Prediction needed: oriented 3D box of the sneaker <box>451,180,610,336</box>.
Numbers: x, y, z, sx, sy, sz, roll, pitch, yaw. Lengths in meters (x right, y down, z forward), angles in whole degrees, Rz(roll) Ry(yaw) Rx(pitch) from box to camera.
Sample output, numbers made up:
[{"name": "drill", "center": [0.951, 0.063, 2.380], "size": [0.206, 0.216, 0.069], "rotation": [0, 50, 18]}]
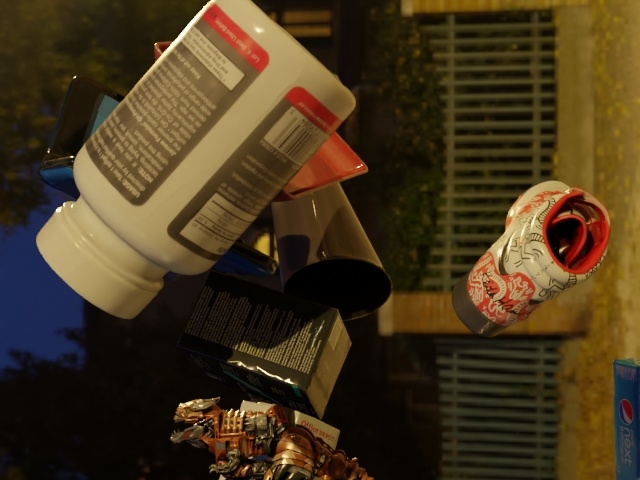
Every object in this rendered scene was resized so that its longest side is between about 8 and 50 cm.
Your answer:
[{"name": "sneaker", "center": [0.247, -0.010, 1.119], "size": [0.145, 0.090, 0.270], "rotation": [-41, 1, 43]}]

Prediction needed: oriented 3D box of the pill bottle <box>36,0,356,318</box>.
[{"name": "pill bottle", "center": [-0.130, -0.079, 1.085], "size": [0.318, 0.176, 0.176], "rotation": [-47, -5, 7]}]

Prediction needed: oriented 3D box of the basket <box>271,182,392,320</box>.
[{"name": "basket", "center": [0.000, 0.000, 1.855], "size": [0.154, 0.204, 0.227], "rotation": [-48, 43, 31]}]

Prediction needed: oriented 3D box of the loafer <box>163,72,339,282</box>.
[{"name": "loafer", "center": [-0.104, -0.092, 1.235], "size": [0.302, 0.095, 0.109], "rotation": [-51, 4, 1]}]

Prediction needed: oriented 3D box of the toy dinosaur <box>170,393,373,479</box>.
[{"name": "toy dinosaur", "center": [-0.060, 0.329, 1.532], "size": [0.164, 0.322, 0.218], "rotation": [19, -92, -64]}]

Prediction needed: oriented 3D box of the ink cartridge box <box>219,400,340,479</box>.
[{"name": "ink cartridge box", "center": [-0.070, 0.368, 1.793], "size": [0.128, 0.127, 0.176], "rotation": [36, -116, -48]}]

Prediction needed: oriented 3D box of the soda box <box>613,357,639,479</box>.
[{"name": "soda box", "center": [0.452, 0.269, 1.508], "size": [0.067, 0.071, 0.210], "rotation": [-172, 80, -73]}]

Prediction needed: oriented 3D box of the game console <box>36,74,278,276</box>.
[{"name": "game console", "center": [-0.192, -0.090, 1.410], "size": [0.250, 0.293, 0.173], "rotation": [2, 66, 62]}]

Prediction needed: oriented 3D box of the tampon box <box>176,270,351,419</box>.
[{"name": "tampon box", "center": [-0.062, 0.120, 1.267], "size": [0.120, 0.161, 0.101], "rotation": [70, -140, -64]}]

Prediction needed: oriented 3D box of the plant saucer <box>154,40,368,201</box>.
[{"name": "plant saucer", "center": [-0.080, -0.154, 1.423], "size": [0.258, 0.048, 0.259], "rotation": [48, -156, 8]}]
